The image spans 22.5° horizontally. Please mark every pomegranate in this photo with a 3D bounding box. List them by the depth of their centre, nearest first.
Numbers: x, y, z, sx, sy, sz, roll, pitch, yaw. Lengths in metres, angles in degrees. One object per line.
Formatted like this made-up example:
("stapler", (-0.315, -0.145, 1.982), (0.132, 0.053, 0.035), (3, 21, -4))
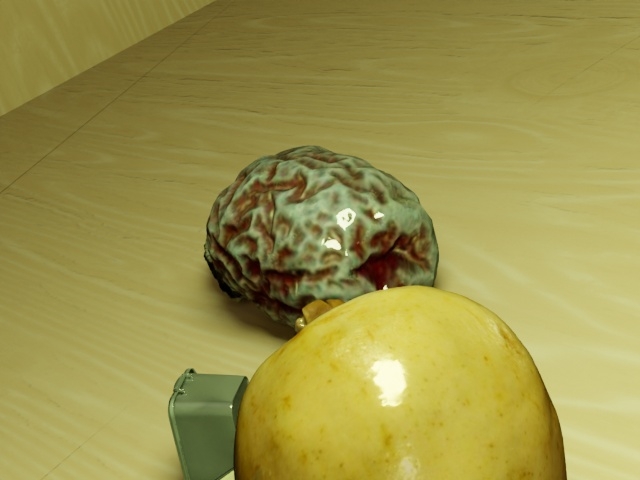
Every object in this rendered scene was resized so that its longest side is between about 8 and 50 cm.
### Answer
("pomegranate", (0.067, 0.187, 1.287), (0.307, 0.307, 0.307), (-19, 21, 8))

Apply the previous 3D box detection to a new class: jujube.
("jujube", (0.000, 0.000, 1.917), (0.226, 0.226, 0.317), (-31, 28, -20))

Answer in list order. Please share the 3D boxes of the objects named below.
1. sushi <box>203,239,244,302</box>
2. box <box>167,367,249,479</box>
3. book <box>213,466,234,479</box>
("sushi", (-0.107, 0.022, 2.136), (0.091, 0.078, 0.150), (-29, 22, 1))
("box", (-0.107, 0.197, 1.672), (0.069, 0.122, 0.084), (-2, 28, 17))
("book", (-0.161, 0.275, 1.476), (0.322, 0.018, 0.228), (-31, -6, -43))
